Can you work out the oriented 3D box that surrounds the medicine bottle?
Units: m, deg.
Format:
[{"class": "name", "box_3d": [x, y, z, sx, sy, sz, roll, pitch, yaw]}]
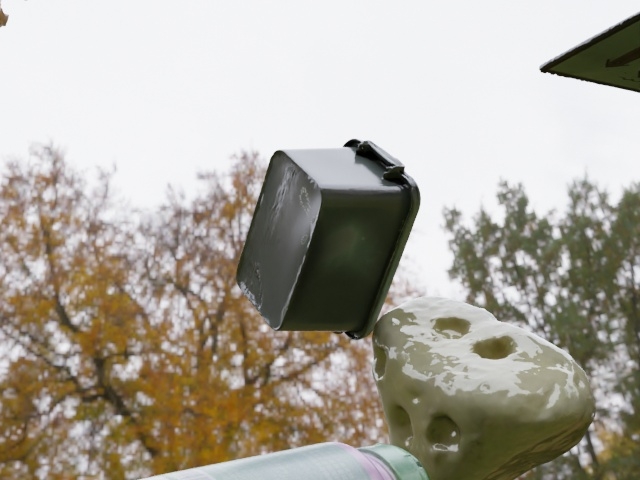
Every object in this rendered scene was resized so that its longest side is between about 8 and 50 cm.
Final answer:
[{"class": "medicine bottle", "box_3d": [-0.030, 0.241, 0.776, 0.274, 0.133, 0.133, -2, -35, -40]}]

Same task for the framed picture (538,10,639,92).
[{"class": "framed picture", "box_3d": [0.453, -0.234, 1.102, 0.244, 0.013, 0.324, 7, -13, -22]}]

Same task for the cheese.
[{"class": "cheese", "box_3d": [0.173, 0.167, 1.049, 0.174, 0.251, 0.248, -7, -16, -34]}]

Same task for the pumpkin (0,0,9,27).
[{"class": "pumpkin", "box_3d": [-0.405, -0.356, 1.192, 0.108, 0.183, 0.119, 26, -51, 5]}]

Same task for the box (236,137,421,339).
[{"class": "box", "box_3d": [0.000, 0.000, 1.141, 0.135, 0.163, 0.243, -2, -57, -35]}]
